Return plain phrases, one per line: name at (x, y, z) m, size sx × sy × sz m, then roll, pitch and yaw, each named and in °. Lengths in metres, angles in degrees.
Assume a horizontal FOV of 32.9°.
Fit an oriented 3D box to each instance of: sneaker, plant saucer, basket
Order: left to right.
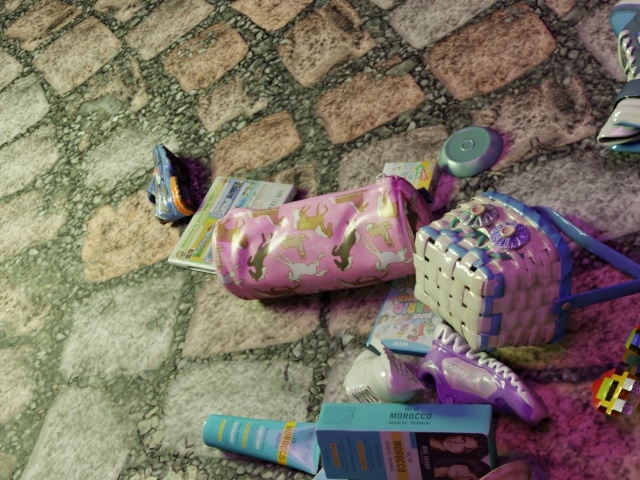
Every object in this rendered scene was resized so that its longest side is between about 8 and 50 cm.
sneaker at (-0.316, -0.116, 2.189) m, size 0.087 × 0.083 × 0.221 m, roll -34°, pitch 40°, yaw 11°
sneaker at (0.088, 0.213, 1.610) m, size 0.095 × 0.090 × 0.235 m, roll -42°, pitch 3°, yaw -3°
plant saucer at (0.265, -0.165, 1.933) m, size 0.119 × 0.021 × 0.119 m, roll -16°, pitch 46°, yaw 17°
sneaker at (0.228, 0.218, 1.583) m, size 0.104 × 0.095 × 0.236 m, roll -50°, pitch 41°, yaw -7°
basket at (0.306, 0.039, 1.622) m, size 0.289 × 0.201 × 0.255 m, roll -12°, pitch 31°, yaw -29°
sneaker at (0.523, -0.262, 1.788) m, size 0.236 × 0.130 × 0.323 m, roll -35°, pitch 49°, yaw -7°

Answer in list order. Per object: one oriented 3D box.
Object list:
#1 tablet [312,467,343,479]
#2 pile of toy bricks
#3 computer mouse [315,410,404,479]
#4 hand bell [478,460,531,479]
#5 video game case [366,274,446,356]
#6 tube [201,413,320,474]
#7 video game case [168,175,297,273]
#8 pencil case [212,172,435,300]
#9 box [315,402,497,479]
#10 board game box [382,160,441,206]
tablet at (0.021, 0.369, 1.614) m, size 0.054 × 0.006 × 0.083 m, roll -51°, pitch 43°, yaw 12°
pile of toy bricks at (0.458, 0.156, 1.505) m, size 0.212 × 0.118 × 0.105 m, roll -63°, pitch 21°, yaw -6°
computer mouse at (0.063, 0.321, 1.617) m, size 0.071 × 0.041 × 0.242 m, roll -45°, pitch 44°, yaw -10°
hand bell at (0.285, 0.417, 1.384) m, size 0.126 × 0.126 × 0.242 m, roll -35°, pitch 57°, yaw -1°
video game case at (0.155, 0.110, 1.764) m, size 0.119 × 0.015 × 0.166 m, roll 4°, pitch 55°, yaw 32°
tube at (-0.088, 0.314, 1.710) m, size 0.207 × 0.052 × 0.080 m, roll 4°, pitch 76°, yaw 28°
video game case at (-0.167, -0.028, 2.064) m, size 0.193 × 0.023 × 0.212 m, roll 9°, pitch 59°, yaw 35°
pencil case at (0.000, 0.000, 1.830) m, size 0.386 × 0.160 × 0.167 m, roll -12°, pitch 61°, yaw 28°
box at (0.122, 0.286, 1.530) m, size 0.244 × 0.101 × 0.060 m, roll -2°, pitch 33°, yaw 15°
board game box at (0.145, -0.073, 1.919) m, size 0.103 × 0.026 × 0.154 m, roll -1°, pitch 53°, yaw 30°
